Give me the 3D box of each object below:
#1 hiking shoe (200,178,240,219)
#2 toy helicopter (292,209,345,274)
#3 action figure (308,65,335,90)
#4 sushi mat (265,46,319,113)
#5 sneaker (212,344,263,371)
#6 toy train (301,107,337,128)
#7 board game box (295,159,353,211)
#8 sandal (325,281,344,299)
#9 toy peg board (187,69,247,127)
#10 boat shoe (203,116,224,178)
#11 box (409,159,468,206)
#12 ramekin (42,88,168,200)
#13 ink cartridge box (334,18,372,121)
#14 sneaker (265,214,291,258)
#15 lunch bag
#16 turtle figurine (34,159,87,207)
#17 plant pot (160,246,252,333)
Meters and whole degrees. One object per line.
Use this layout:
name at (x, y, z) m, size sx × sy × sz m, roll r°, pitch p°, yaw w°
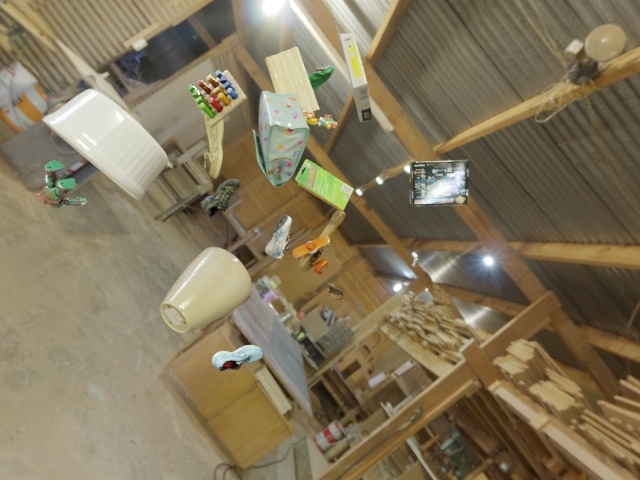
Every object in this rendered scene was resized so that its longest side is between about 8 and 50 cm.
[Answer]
hiking shoe at (-0.453, -0.191, 1.978) m, size 0.114 × 0.227 × 0.086 m, roll 58°, pitch 14°, yaw 26°
toy helicopter at (0.000, 0.000, 2.027) m, size 0.140 × 0.355 × 0.235 m, roll 38°, pitch 11°, yaw 21°
action figure at (-0.006, -0.794, 2.043) m, size 0.063 × 0.232 × 0.137 m, roll 41°, pitch -32°, yaw 9°
sushi mat at (-0.120, -0.651, 1.755) m, size 0.019 × 0.151 × 0.317 m, roll 46°, pitch 25°, yaw -77°
sneaker at (-0.257, 0.385, 1.336) m, size 0.073 × 0.162 × 0.063 m, roll 34°, pitch -54°, yaw 56°
toy train at (-0.015, -0.467, 1.584) m, size 0.125 × 0.166 × 0.046 m, roll -79°, pitch -178°, yaw -61°
board game box at (0.016, -0.250, 1.903) m, size 0.259 × 0.124 × 0.039 m, roll 32°, pitch -22°, yaw -14°
sandal at (0.069, 0.266, 2.103) m, size 0.090 × 0.060 × 0.219 m, roll 17°, pitch -22°, yaw 14°
toy peg board at (-0.365, -0.506, 1.443) m, size 0.161 × 0.160 × 0.079 m, roll 56°, pitch 9°, yaw 26°
boat shoe at (-0.491, -0.426, 1.904) m, size 0.104 × 0.089 × 0.285 m, roll -152°, pitch -115°, yaw -65°
box at (0.461, -0.222, 1.638) m, size 0.051 × 0.220 × 0.175 m, roll -74°, pitch 162°, yaw -82°
ramekin at (-0.518, -0.239, 1.048) m, size 0.277 × 0.135 × 0.277 m, roll 37°, pitch -14°, yaw 10°
ink cartridge box at (0.144, -0.694, 1.730) m, size 0.303 × 0.072 × 0.307 m, roll 36°, pitch 43°, yaw -76°
sneaker at (-0.150, -0.013, 1.644) m, size 0.086 × 0.085 × 0.237 m, roll 25°, pitch -41°, yaw -5°
lunch bag at (-0.148, -0.349, 1.469) m, size 0.262 × 0.160 × 0.223 m, roll 110°, pitch -27°, yaw -46°
turtle figurine at (-0.937, -0.175, 1.512) m, size 0.175 × 0.118 × 0.234 m, roll 39°, pitch -37°, yaw -10°
plant pot at (-0.433, 0.200, 1.519) m, size 0.256 × 0.274 × 0.256 m, roll 16°, pitch -55°, yaw 24°
